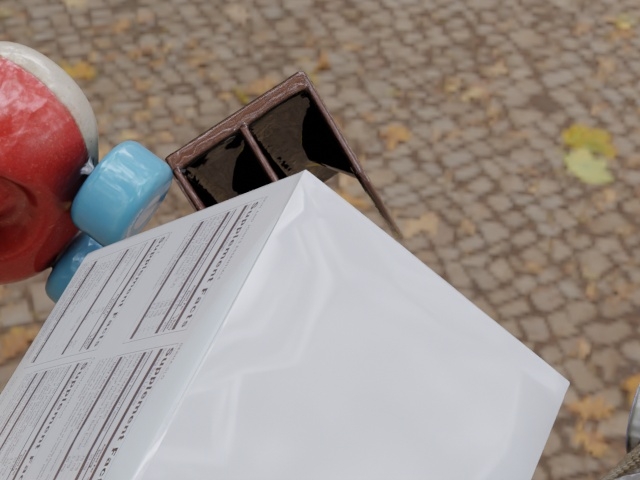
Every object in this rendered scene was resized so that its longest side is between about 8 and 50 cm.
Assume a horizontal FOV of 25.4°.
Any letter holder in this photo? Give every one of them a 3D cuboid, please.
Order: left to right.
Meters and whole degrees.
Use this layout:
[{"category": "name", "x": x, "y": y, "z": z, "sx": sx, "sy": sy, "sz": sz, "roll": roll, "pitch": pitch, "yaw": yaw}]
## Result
[{"category": "letter holder", "x": 0.000, "y": 0.000, "z": 1.385, "sx": 0.152, "sy": 0.302, "sz": 0.214, "roll": -33, "pitch": 76, "yaw": 3}]

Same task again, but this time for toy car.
[{"category": "toy car", "x": -0.266, "y": -0.005, "z": 0.973, "sx": 0.219, "sy": 0.210, "sz": 0.238, "roll": 37, "pitch": 54, "yaw": 3}]

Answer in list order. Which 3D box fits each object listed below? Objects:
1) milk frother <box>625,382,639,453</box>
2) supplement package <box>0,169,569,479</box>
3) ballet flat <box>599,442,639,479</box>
[{"category": "milk frother", "x": 0.358, "y": 0.170, "z": 1.335, "sx": 0.134, "sy": 0.143, "sz": 0.129, "roll": 12, "pitch": 38, "yaw": 24}, {"category": "supplement package", "x": -0.046, "y": 0.118, "z": 0.785, "sx": 0.262, "sy": 0.199, "sz": 0.198, "roll": -17, "pitch": 40, "yaw": 56}, {"category": "ballet flat", "x": 0.219, "y": 0.157, "z": 0.906, "sx": 0.084, "sy": 0.058, "sz": 0.250, "roll": 47, "pitch": 60, "yaw": 1}]
